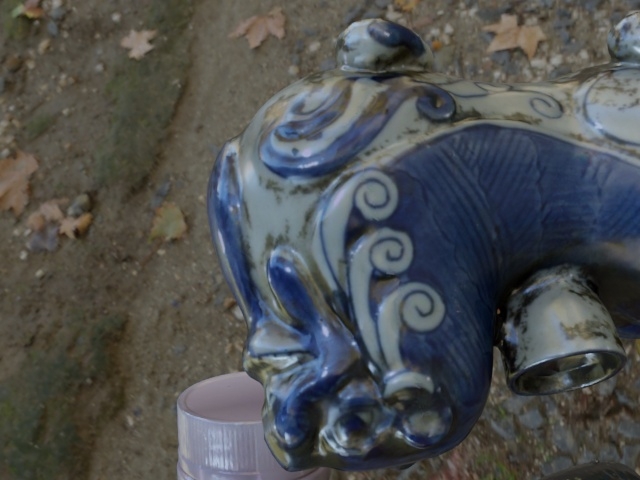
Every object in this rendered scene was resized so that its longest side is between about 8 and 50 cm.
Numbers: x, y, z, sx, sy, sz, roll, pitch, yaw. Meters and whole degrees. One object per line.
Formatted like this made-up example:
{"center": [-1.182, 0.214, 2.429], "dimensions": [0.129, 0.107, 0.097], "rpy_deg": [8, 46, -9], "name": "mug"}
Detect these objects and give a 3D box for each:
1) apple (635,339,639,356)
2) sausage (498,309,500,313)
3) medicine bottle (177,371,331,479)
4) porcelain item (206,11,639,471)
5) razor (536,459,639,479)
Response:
{"center": [0.368, 0.106, 0.870], "dimensions": [0.090, 0.074, 0.089], "rpy_deg": [9, 27, -5], "name": "apple"}
{"center": [0.279, 0.052, 1.102], "dimensions": [0.133, 0.133, 0.258], "rpy_deg": [-24, 75, 2], "name": "sausage"}
{"center": [-0.053, 0.248, 0.727], "dimensions": [0.133, 0.133, 0.249], "rpy_deg": [2, 100, 19], "name": "medicine bottle"}
{"center": [0.095, 0.001, 0.400], "dimensions": [0.288, 0.138, 0.186], "rpy_deg": [-2, 65, -16], "name": "porcelain item"}
{"center": [0.337, 0.405, 1.146], "dimensions": [0.327, 0.107, 0.189], "rpy_deg": [-10, 38, -31], "name": "razor"}
